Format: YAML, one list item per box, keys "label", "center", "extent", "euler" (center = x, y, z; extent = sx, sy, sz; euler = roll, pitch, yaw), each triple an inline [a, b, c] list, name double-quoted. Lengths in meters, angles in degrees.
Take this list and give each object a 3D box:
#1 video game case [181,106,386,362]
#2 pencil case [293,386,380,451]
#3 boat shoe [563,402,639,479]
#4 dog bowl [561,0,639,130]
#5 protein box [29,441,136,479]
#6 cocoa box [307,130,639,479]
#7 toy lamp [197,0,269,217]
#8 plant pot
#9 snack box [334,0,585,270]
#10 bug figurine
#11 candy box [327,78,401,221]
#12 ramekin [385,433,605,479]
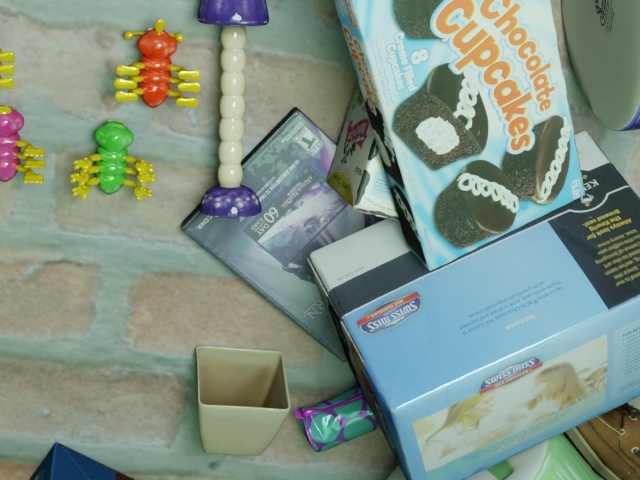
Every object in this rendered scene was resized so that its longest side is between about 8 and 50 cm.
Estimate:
- label: "video game case"
  center: [0.000, 0.000, 1.306]
  extent: [0.274, 0.026, 0.196]
  euler: [42, 100, -21]
- label: "pencil case"
  center: [0.048, 0.213, 1.378]
  extent: [0.152, 0.064, 0.070]
  euler: [-24, 130, 0]
- label: "boat shoe"
  center: [0.385, 0.255, 1.439]
  extent: [0.104, 0.110, 0.307]
  euler: [-41, 122, 4]
- label: "dog bowl"
  center: [0.341, -0.249, 1.134]
  extent: [0.104, 0.265, 0.264]
  euler: [-9, 113, -4]
- label: "protein box"
  center: [-0.321, 0.397, 1.315]
  extent: [0.136, 0.200, 0.201]
  euler: [31, 104, -19]
- label: "cocoa box"
  center: [0.201, 0.086, 1.210]
  extent: [0.347, 0.228, 0.231]
  euler: [-24, 142, -5]
- label: "toy lamp"
  center: [-0.095, -0.164, 1.183]
  extent: [0.080, 0.080, 0.274]
  euler: [-2, 104, -9]
- label: "plant pot"
  center: [-0.102, 0.203, 1.332]
  extent: [0.109, 0.109, 0.096]
  euler: [5, 123, -11]
- label: "snack box"
  center: [0.138, -0.146, 1.044]
  extent: [0.187, 0.060, 0.321]
  euler: [-26, 123, -10]
- label: "bug figurine"
  center: [-0.278, -0.149, 1.172]
  extent: [0.279, 0.072, 0.216]
  euler: [5, 117, -16]
- label: "candy box"
  center: [0.083, -0.150, 1.172]
  extent: [0.071, 0.159, 0.233]
  euler: [14, 101, -13]
- label: "ramekin"
  center: [0.204, 0.344, 1.338]
  extent: [0.303, 0.303, 0.148]
  euler: [-34, 106, 5]
